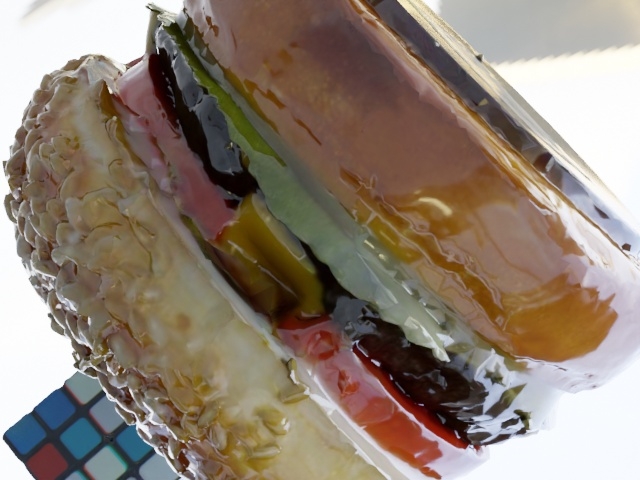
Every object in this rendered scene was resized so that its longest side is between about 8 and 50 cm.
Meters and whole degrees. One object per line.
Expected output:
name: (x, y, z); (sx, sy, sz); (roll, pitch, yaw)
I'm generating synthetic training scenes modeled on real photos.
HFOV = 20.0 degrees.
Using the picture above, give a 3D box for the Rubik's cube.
Rubik's cube: (-0.192, 0.205, 1.767); (0.155, 0.151, 0.154); (-40, 167, -6)

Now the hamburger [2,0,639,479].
hamburger: (0.000, 0.000, 0.953); (0.250, 0.330, 0.330); (-46, -161, 10)
